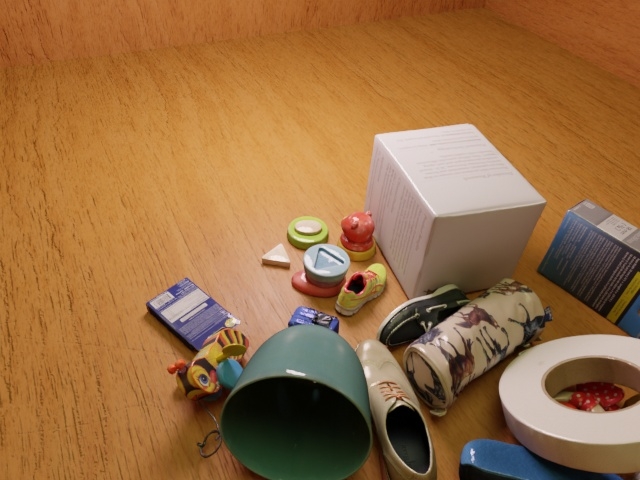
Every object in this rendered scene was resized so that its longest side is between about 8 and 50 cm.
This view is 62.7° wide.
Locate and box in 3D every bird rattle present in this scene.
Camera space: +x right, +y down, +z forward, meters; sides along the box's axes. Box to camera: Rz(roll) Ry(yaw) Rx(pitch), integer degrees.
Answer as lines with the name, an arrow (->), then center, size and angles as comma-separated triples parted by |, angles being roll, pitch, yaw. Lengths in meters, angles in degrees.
bird rattle -> 0.577, 0.393, 1.175 | 0.207, 0.143, 0.253 | -1, 37, 18

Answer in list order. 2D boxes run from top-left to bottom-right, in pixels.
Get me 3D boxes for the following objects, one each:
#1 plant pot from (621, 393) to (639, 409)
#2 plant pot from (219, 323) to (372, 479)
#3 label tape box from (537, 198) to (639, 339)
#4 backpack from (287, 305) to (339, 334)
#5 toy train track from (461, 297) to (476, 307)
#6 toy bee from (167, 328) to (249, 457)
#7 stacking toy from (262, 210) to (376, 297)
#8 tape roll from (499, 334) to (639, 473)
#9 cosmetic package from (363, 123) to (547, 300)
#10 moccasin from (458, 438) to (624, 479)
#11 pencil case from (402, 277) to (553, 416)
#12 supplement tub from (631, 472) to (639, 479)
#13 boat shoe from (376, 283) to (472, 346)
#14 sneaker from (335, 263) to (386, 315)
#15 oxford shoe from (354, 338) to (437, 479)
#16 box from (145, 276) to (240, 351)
plant pot -> 0.749, 0.402, 1.213 | 0.083, 0.081, 0.081 | -3, 42, 10
plant pot -> -0.033, 0.315, 1.094 | 0.293, 0.292, 0.235 | 9, 28, 4
label tape box -> 0.806, 0.079, 1.451 | 0.106, 0.240, 0.334 | -25, 51, -31
backpack -> -0.024, 0.224, 1.317 | 0.120, 0.097, 0.101 | 22, 48, 16
toy train track -> 0.426, 0.177, 1.475 | 0.083, 0.014, 0.048 | -20, 41, -33
toy bee -> -0.246, 0.286, 1.158 | 0.195, 0.162, 0.298 | -40, 24, 6
stacking toy -> 0.000, 0.000, 1.542 | 0.280, 0.130, 0.309 | 23, 45, 19
tape roll -> 0.578, 0.324, 1.105 | 0.392, 0.071, 0.392 | -16, 15, 4
cosmetic package -> 0.354, -0.087, 1.523 | 0.328, 0.329, 0.393 | -9, 45, -16
moccasin -> 0.453, 0.495, 1.059 | 0.342, 0.116, 0.137 | 15, 31, 18
pencil case -> 0.380, 0.251, 1.279 | 0.411, 0.160, 0.183 | -26, 77, -29
supplement tub -> 0.787, 0.511, 0.982 | 0.228, 0.228, 0.316 | -29, 53, -32
boat shoe -> 0.279, 0.203, 1.358 | 0.303, 0.114, 0.091 | -25, 45, -27
sneaker -> 0.122, 0.118, 1.450 | 0.082, 0.094, 0.208 | 26, 45, 24
oxford shoe -> 0.166, 0.359, 1.149 | 0.141, 0.146, 0.396 | -8, 44, -13
box -> -0.329, 0.196, 1.363 | 0.225, 0.036, 0.136 | 32, 49, 29
